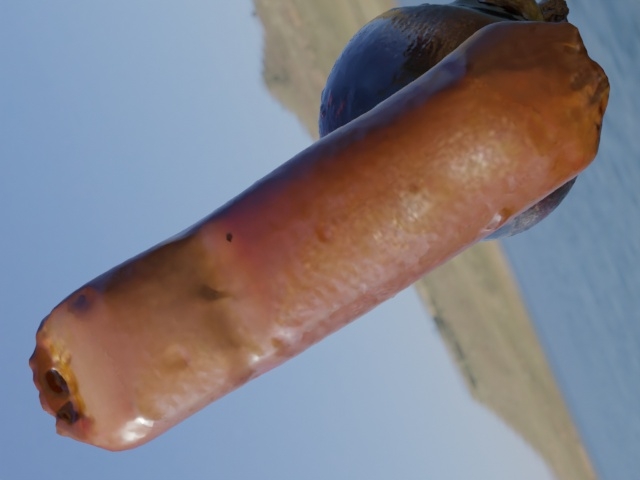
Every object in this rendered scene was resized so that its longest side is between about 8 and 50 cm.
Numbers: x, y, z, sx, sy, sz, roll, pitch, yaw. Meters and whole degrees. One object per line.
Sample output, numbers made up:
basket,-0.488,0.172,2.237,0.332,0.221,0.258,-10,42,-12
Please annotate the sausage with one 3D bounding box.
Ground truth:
sausage,0.000,0.001,0.903,0.097,0.348,0.094,60,-172,13

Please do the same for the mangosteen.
mangosteen,0.144,-0.141,1.804,0.297,0.297,0.293,0,-79,-84
